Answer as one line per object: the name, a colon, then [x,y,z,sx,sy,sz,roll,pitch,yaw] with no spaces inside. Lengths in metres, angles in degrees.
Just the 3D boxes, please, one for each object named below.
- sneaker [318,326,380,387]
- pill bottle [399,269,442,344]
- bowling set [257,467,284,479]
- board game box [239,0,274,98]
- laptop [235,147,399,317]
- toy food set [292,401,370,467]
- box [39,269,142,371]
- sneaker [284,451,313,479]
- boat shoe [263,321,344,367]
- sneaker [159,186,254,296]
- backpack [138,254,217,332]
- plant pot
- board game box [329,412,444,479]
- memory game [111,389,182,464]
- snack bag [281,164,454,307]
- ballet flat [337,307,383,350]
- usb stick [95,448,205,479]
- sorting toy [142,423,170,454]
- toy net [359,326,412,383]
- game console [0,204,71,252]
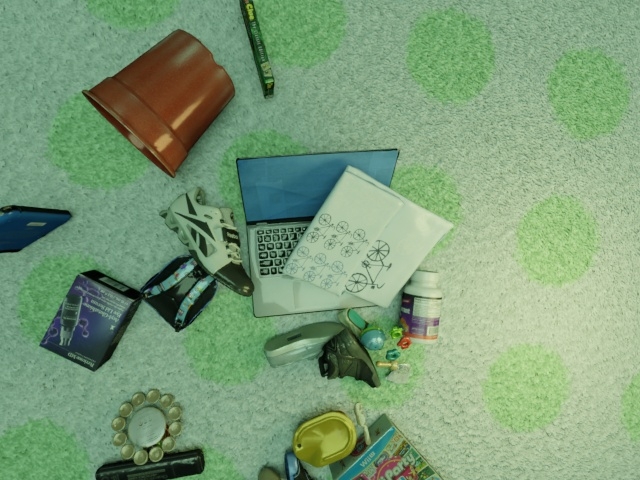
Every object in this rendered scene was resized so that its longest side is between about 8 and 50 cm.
sneaker: [0.075,0.342,1.200,0.130,0.087,0.228,-32,125,6]
pill bottle: [0.279,0.180,1.223,0.107,0.108,0.194,6,91,-7]
bowling set: [-0.177,0.766,1.132,0.199,0.154,0.288,2,94,-43]
board game box: [-0.166,-0.514,1.138,0.030,0.136,0.260,-16,94,-9]
laptop: [0.000,0.000,1.123,0.381,0.236,0.409,-4,92,-6]
toy food set: [0.030,0.534,1.224,0.217,0.071,0.128,-22,85,0]
box: [-0.578,0.201,1.128,0.153,0.108,0.207,27,88,-7]
sneaker: [-0.038,0.690,1.224,0.090,0.081,0.233,-13,96,-16]
boat shoe: [-0.040,0.291,1.215,0.227,0.079,0.081,-15,114,-8]
sneaker: [-0.257,-0.007,1.109,0.146,0.122,0.330,-44,76,-1]
backpack: [-0.351,0.121,1.141,0.158,0.117,0.173,44,91,-5]
plant pot: [-0.367,-0.341,1.070,0.272,0.272,0.265,42,80,-6]
board game box: [0.206,0.683,1.238,0.224,0.097,0.303,-42,95,-4]
memory game: [-0.457,0.492,1.168,0.186,0.012,0.186,2,70,-4]
snack bag: [0.122,0.019,1.122,0.342,0.037,0.323,25,113,-21]
ballet flat: [0.112,0.249,1.236,0.168,0.052,0.057,49,44,-18]
usb stick: [-0.452,0.615,1.184,0.277,0.045,0.077,-7,115,-6]
sorting toy: [-0.448,0.539,1.186,0.061,0.042,0.102,31,89,-6]
toy net: [0.203,0.312,1.215,0.122,0.045,0.232,-27,125,9]
game console: [-0.777,-0.061,1.004,0.250,0.293,0.174,-33,95,-5]
